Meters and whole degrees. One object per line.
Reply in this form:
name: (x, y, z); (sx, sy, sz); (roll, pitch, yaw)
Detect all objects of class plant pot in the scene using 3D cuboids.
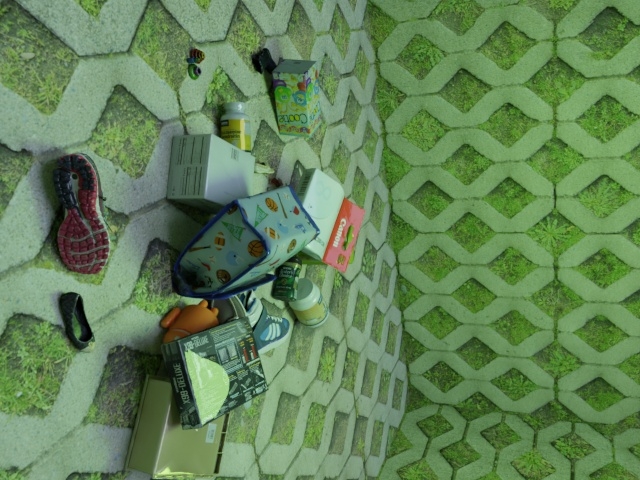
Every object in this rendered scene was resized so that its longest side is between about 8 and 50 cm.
plant pot: (0.000, 0.000, 2.502); (0.207, 0.228, 0.227); (-10, 99, -58)

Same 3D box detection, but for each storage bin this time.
storage bin: (-0.398, 0.545, 1.656); (0.260, 0.123, 0.262); (28, 66, -48)

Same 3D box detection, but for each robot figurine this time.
robot figurine: (-0.393, 0.284, 1.733); (0.219, 0.128, 0.158); (-62, 143, -46)

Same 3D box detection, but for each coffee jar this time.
coffee jar: (-0.134, 0.156, 2.347); (0.079, 0.096, 0.184); (48, 47, -60)

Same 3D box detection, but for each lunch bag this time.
lunch bag: (-0.243, 0.034, 1.786); (0.238, 0.385, 0.328); (58, 29, 6)

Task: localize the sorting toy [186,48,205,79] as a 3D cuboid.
sorting toy: (-0.395, -0.571, 1.826); (0.061, 0.042, 0.101); (15, 77, -65)

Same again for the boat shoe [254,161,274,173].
boat shoe: (-0.221, -0.283, 2.206); (0.135, 0.050, 0.045); (-15, 109, -65)

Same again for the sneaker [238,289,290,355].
sneaker: (-0.217, 0.281, 2.116); (0.323, 0.130, 0.236); (-27, 120, -56)

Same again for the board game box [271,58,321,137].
board game box: (-0.093, -0.579, 2.319); (0.142, 0.144, 0.275); (-61, 154, -46)

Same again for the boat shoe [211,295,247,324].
boat shoe: (-0.301, 0.316, 1.890); (0.097, 0.117, 0.324); (-4, 81, -79)

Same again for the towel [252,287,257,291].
towel: (-0.189, 0.015, 2.189); (0.336, 0.040, 0.243); (-62, 167, -49)

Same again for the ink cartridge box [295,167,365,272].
ink cartridge box: (0.039, -0.071, 2.323); (0.385, 0.091, 0.308); (30, 72, -35)

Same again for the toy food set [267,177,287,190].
toy food set: (-0.182, -0.223, 2.335); (0.122, 0.019, 0.077); (20, 71, -56)

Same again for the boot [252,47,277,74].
boot: (-0.217, -0.682, 2.218); (0.121, 0.045, 0.099); (66, 34, -37)

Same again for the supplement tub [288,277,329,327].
supplement tub: (-0.056, 0.270, 2.462); (0.199, 0.144, 0.144); (65, 35, -44)

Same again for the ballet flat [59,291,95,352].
ballet flat: (-0.590, 0.205, 1.391); (0.057, 0.049, 0.173); (-50, 134, -54)

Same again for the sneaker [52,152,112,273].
sneaker: (-0.565, -0.063, 1.378); (0.112, 0.121, 0.299); (-116, -152, -74)

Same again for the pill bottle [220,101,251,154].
pill bottle: (-0.295, -0.383, 1.974); (0.103, 0.103, 0.184); (-10, 99, -65)

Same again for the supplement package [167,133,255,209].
supplement package: (-0.343, -0.204, 1.818); (0.262, 0.145, 0.203); (21, 72, -65)

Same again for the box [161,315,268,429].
box: (-0.298, 0.374, 1.650); (0.307, 0.077, 0.242); (-14, 87, -58)
